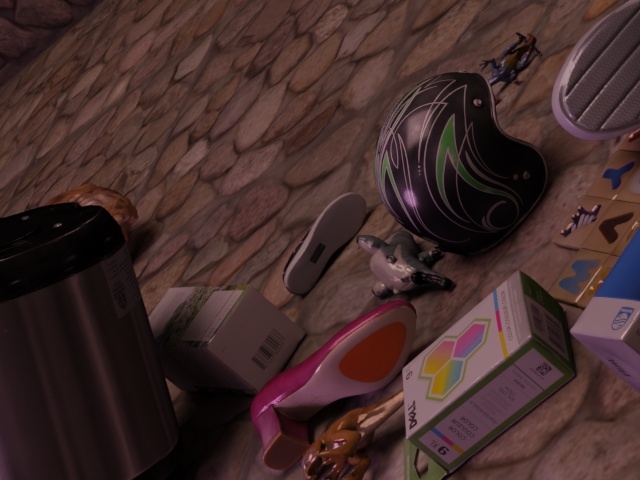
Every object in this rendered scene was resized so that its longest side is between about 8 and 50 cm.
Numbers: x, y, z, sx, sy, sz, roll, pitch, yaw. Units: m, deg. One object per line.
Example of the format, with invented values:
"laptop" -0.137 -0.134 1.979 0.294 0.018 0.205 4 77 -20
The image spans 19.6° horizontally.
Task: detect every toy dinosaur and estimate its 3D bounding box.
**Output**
"toy dinosaur" 0.037 0.181 1.779 0.211 0.064 0.112 -36 23 34
"toy dinosaur" 0.217 -0.194 2.122 0.082 0.047 0.090 -52 -15 21

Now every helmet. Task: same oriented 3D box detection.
"helmet" 0.134 -0.083 1.892 0.169 0.161 0.169 -42 22 21

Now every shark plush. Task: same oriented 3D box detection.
"shark plush" 0.096 0.018 1.959 0.067 0.073 0.161 -23 9 -16

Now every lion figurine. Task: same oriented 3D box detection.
"lion figurine" -0.394 -0.025 2.939 0.240 0.142 0.392 -40 17 7

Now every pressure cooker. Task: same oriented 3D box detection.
"pressure cooker" -0.347 0.200 2.065 0.370 0.420 0.375 -25 16 -36

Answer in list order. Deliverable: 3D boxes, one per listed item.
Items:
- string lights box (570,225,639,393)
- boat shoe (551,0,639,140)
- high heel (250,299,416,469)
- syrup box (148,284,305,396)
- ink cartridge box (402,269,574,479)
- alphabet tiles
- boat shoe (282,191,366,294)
"string lights box" 0.317 0.006 1.394 0.260 0.133 0.076 -55 20 -13
"boat shoe" 0.335 -0.197 1.769 0.302 0.109 0.094 -42 -4 -14
"high heel" 0.012 0.124 1.908 0.244 0.082 0.117 -54 26 28
"syrup box" -0.126 0.118 2.181 0.093 0.096 0.237 -55 20 -19
"ink cartridge box" 0.129 0.134 1.667 0.209 0.062 0.109 -42 22 22
"alphabet tiles" 0.335 -0.048 1.631 0.285 0.011 0.342 -53 20 -8
"boat shoe" 0.000 0.000 2.195 0.142 0.049 0.040 -53 20 -2
